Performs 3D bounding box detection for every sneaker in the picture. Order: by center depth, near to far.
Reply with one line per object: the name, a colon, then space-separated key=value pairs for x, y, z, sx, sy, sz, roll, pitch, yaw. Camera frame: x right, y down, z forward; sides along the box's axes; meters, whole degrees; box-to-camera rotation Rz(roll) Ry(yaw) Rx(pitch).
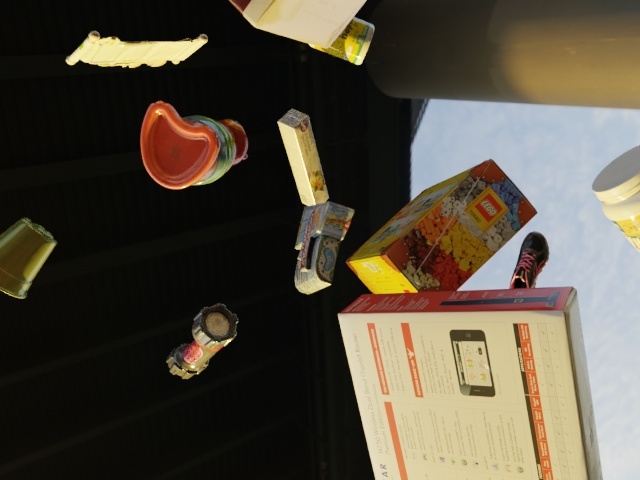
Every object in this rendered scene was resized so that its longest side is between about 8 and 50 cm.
sneaker: x=0.322 y=0.044 z=0.895 sx=0.057 sy=0.047 sz=0.119 roll=-2 pitch=-74 yaw=-58

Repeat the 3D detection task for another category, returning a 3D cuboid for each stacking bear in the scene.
stacking bear: x=-0.259 y=-0.213 z=1.304 sx=0.164 sy=0.175 sz=0.289 roll=-63 pitch=-10 yaw=20

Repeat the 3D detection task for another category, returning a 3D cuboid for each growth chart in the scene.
growth chart: x=-0.319 y=-0.330 z=1.004 sx=0.237 sy=0.172 sz=0.021 roll=-18 pitch=-80 yaw=-42

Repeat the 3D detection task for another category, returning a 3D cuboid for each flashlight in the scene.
flashlight: x=-0.306 y=0.259 z=1.427 sx=0.103 sy=0.304 sz=0.103 roll=-17 pitch=-107 yaw=-41

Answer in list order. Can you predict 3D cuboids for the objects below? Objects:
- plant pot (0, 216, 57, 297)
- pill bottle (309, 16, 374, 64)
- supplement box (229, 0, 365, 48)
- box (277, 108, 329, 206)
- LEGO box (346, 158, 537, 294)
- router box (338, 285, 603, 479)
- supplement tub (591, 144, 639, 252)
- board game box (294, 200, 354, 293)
plant pot: x=-0.378 y=0.016 z=0.718 sx=0.079 sy=0.083 sz=0.083 roll=-50 pitch=-53 yaw=-7
pill bottle: x=0.035 y=-0.581 z=1.596 sx=0.209 sy=0.117 sz=0.117 roll=20 pitch=-89 yaw=-6
supplement box: x=-0.077 y=-0.253 z=0.417 sx=0.073 sy=0.239 sz=0.130 roll=-47 pitch=-8 yaw=24
box: x=-0.043 y=-0.222 z=1.628 sx=0.063 sy=0.067 sz=0.324 roll=-47 pitch=-35 yaw=-24
LEGO box: x=0.312 y=-0.001 z=1.642 sx=0.372 sy=0.500 sz=0.193 roll=-41 pitch=-87 yaw=-9
router box: x=0.202 y=0.235 z=0.775 sx=0.082 sy=0.301 sz=0.335 roll=-28 pitch=-70 yaw=-54
supplement tub: x=0.575 y=-0.052 z=0.965 sx=0.199 sy=0.144 sz=0.144 roll=45 pitch=-108 yaw=-6
board game box: x=0.000 y=0.000 z=1.184 sx=0.060 sy=0.194 sz=0.194 roll=17 pitch=-108 yaw=-14
